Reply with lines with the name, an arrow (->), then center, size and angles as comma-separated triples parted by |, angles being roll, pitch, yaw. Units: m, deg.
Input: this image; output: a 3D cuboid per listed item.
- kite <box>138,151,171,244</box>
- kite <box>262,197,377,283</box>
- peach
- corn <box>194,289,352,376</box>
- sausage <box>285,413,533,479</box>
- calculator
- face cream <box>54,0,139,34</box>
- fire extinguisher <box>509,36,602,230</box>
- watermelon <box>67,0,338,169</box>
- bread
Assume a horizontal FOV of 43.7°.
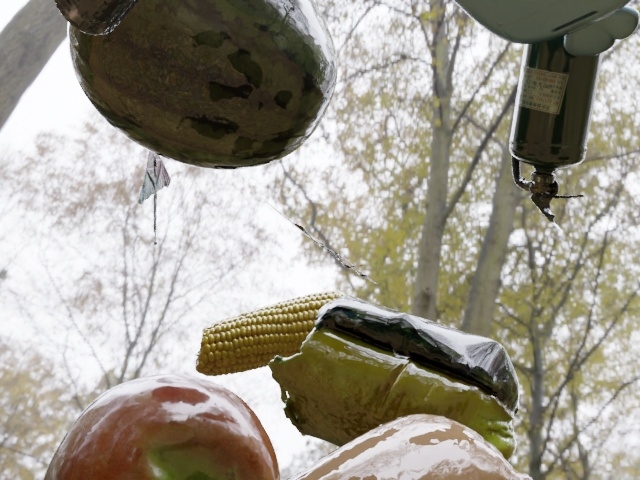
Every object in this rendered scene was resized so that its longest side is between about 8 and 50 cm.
kite -> -0.242, -0.070, 1.176 | 0.005, 0.137, 0.152 | 4, -71, 9
kite -> -0.002, 0.003, 1.208 | 0.016, 0.229, 0.127 | -56, -42, 0
peach -> -0.171, 0.261, 0.832 | 0.253, 0.252, 0.252 | 4, -47, 5
corn -> -0.089, 0.201, 1.754 | 0.388, 0.144, 0.143 | -10, -45, -13
sausage -> 0.001, 0.199, 0.465 | 0.253, 0.123, 0.123 | -25, -40, -26
calculator -> 0.200, -0.272, 0.756 | 0.303, 0.042, 0.188 | 35, -35, -30
face cream -> -0.082, -0.223, 0.495 | 0.144, 0.070, 0.291 | 9, -26, -37
fire extinguisher -> 0.273, -0.164, 0.927 | 0.093, 0.118, 0.294 | -2, -76, -34
watermelon -> -0.155, -0.238, 0.990 | 0.360, 0.278, 0.278 | 24, -47, 0
bread -> 0.116, 0.237, 1.226 | 0.377, 0.208, 0.251 | 13, -45, 31
